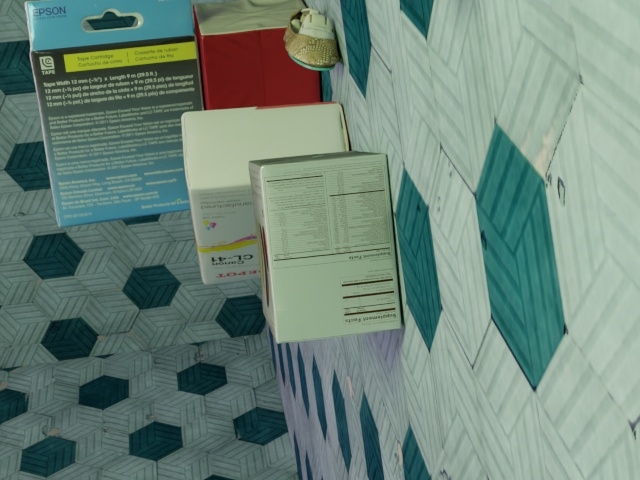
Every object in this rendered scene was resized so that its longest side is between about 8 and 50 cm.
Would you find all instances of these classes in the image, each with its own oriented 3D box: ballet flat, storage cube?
[{"bbox_3d":[-0.015,-0.284,1.506,0.206,0.073,0.067,-123,40,-67],"label":"ballet flat"},{"bbox_3d":[-0.102,-0.271,1.746,0.215,0.184,0.193,-109,14,-60],"label":"storage cube"}]

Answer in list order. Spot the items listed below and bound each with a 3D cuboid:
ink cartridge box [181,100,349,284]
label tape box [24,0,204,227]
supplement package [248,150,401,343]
[{"bbox_3d":[-0.079,-0.063,1.595,0.306,0.226,0.131,93,169,-62],"label":"ink cartridge box"},{"bbox_3d":[-0.311,-0.212,1.707,0.115,0.249,0.347,-127,31,-71],"label":"label tape box"},{"bbox_3d":[0.000,0.000,1.314,0.194,0.149,0.203,-144,48,-81],"label":"supplement package"}]
